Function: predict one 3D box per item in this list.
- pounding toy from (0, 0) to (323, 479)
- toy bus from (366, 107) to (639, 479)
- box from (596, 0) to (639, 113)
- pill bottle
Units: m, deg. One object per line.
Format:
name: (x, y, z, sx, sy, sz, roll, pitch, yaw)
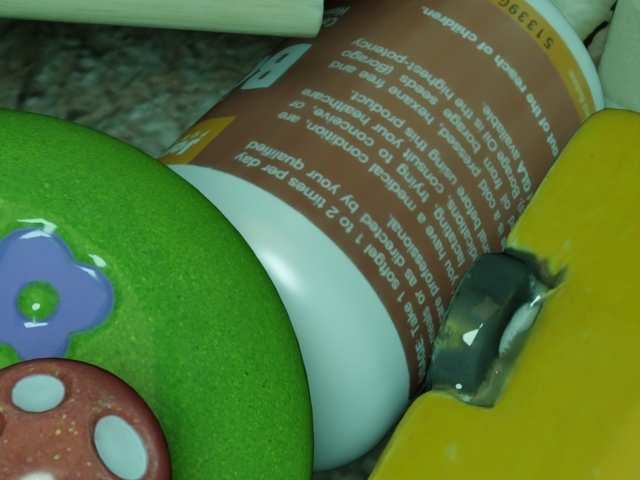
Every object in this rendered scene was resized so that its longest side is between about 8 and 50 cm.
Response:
pounding toy: (-0.087, 0.012, 0.382, 0.182, 0.110, 0.237, 6, 72, -3)
toy bus: (0.059, 0.114, 0.442, 0.108, 0.130, 0.333, 21, 61, 20)
box: (0.198, -0.110, 0.546, 0.148, 0.311, 0.121, -29, 60, -27)
pill bottle: (0.000, 0.000, 0.558, 0.121, 0.121, 0.216, 30, 54, 18)
